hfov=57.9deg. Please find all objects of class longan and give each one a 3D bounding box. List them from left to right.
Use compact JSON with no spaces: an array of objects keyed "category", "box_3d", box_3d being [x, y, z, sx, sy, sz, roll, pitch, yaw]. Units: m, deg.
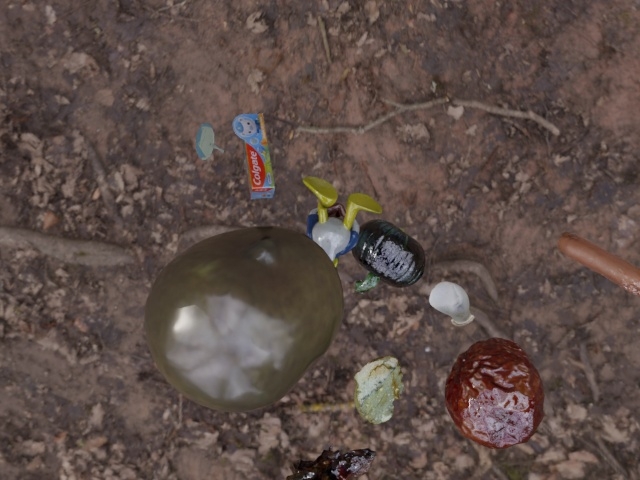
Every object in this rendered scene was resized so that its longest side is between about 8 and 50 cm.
[{"category":"longan","box_3d":[-0.132,0.132,1.043,0.362,0.360,0.360,2,126,2]}]

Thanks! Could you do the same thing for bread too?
[{"category":"bread","box_3d":[0.117,0.317,1.238,0.088,0.128,0.232,33,163,26]}]

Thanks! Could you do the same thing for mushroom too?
[{"category":"mushroom","box_3d":[0.458,0.215,1.966,0.116,0.093,0.225,-30,140,23]}]

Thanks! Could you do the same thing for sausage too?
[{"category":"sausage","box_3d":[0.442,0.037,0.891,0.043,0.186,0.043,-13,121,-24]}]

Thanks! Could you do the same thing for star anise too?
[{"category":"star anise","box_3d":[-0.010,0.361,0.841,0.053,0.157,0.212,51,152,-6]}]

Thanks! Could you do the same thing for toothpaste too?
[{"category":"toothpaste","box_3d":[-0.144,-0.179,1.221,0.071,0.193,0.044,-4,153,-14]}]

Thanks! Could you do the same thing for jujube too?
[{"category":"jujube","box_3d":[0.378,0.325,1.260,0.213,0.232,0.212,2,112,6]}]

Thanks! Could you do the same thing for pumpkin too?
[{"category":"pumpkin","box_3d":[0.195,0.067,1.806,0.248,0.248,0.247,2,126,2]}]

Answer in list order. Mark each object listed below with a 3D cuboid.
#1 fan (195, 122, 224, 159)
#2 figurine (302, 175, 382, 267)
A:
[{"category":"fan","box_3d":[-0.332,-0.289,1.733,0.005,0.175,0.113,0,112,-41]},{"category":"figurine","box_3d":[0.000,0.000,1.497,0.205,0.283,0.338,23,112,-3]}]
